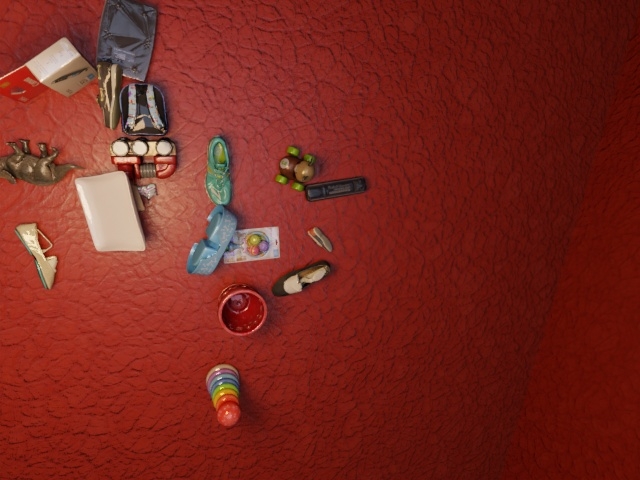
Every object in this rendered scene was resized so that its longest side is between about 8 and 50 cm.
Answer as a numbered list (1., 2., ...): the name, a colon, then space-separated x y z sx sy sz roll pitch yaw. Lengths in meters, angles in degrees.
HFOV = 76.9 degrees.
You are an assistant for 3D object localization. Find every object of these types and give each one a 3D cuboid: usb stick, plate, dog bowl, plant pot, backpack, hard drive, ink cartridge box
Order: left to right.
1. ink cartridge box: -0.847 -0.499 1.260 0.261 0.296 0.066 -39 109 -8
2. plate: -0.734 -0.098 1.428 0.045 0.278 0.277 -34 118 -58
3. hard drive: -0.675 -0.702 1.408 0.172 0.054 0.254 11 98 -20
4. backpack: -0.628 -0.461 1.434 0.159 0.117 0.173 -6 102 -17
5. dog bowl: -0.418 0.006 1.563 0.074 0.166 0.297 24 99 -32
6. plant pot: -0.324 0.268 1.637 0.191 0.174 0.190 -3 101 -17
7. usb stick: 0.067 -0.224 1.747 0.278 0.045 0.077 -11 96 -16

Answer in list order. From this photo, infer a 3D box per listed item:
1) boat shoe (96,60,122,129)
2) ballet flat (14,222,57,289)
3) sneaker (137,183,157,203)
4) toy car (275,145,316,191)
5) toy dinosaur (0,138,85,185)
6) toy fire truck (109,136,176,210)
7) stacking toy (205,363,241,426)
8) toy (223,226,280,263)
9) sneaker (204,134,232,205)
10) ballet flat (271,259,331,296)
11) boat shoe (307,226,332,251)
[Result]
1. boat shoe: -0.738 -0.502 1.400 0.069 0.081 0.227 11 114 -10
2. ballet flat: -0.989 0.052 1.434 0.086 0.086 0.248 -21 105 -14
3. sneaker: -0.665 -0.171 1.517 0.098 0.038 0.069 -16 104 -15
4. toy car: -0.081 -0.283 1.609 0.149 0.188 0.154 22 92 -21
5. toy dinosaur: -0.975 -0.251 1.377 0.314 0.121 0.160 4 110 -24
6. toy fire truck: -0.633 -0.244 1.464 0.217 0.158 0.246 -5 110 -18
7. stacking toy: -0.377 0.626 1.602 0.141 0.330 0.141 -3 101 -18
8. toy: -0.282 0.022 1.670 0.238 0.056 0.136 -5 102 -17
9. sneaker: -0.394 -0.264 1.552 0.107 0.110 0.274 -6 103 -17
10. ballet flat: -0.079 0.165 1.742 0.281 0.096 0.095 -28 108 -11
11. boat shoe: 0.000 0.000 1.767 0.043 0.049 0.137 -26 116 32
